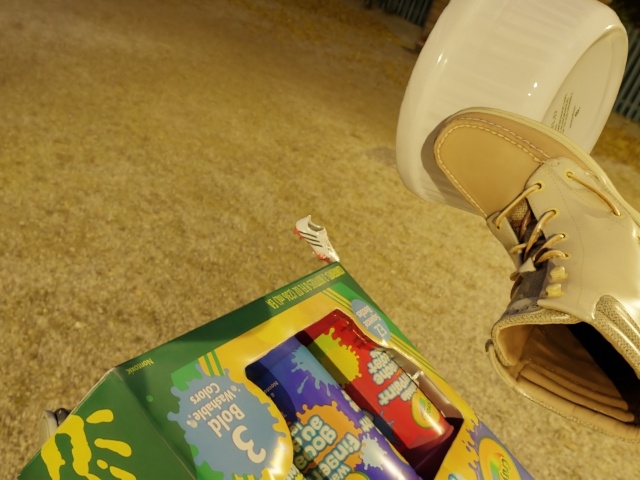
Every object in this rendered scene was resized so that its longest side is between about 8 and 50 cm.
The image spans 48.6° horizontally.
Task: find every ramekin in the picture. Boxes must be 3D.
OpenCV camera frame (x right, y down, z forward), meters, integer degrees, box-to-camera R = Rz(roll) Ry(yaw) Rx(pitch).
[{"bbox_3d":[0.209,-0.141,0.742,0.127,0.272,0.273,31,24,29],"label":"ramekin"}]

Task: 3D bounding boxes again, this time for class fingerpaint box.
[{"bbox_3d":[0.009,0.238,0.710,0.371,0.163,0.445,48,24,10],"label":"fingerpaint box"}]

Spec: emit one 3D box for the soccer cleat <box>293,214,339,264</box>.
[{"bbox_3d":[0.000,0.000,0.972,0.083,0.036,0.029,44,32,-11],"label":"soccer cleat"}]

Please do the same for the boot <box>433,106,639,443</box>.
[{"bbox_3d":[0.163,0.010,0.535,0.262,0.095,0.203,44,40,10],"label":"boot"}]

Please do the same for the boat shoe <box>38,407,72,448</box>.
[{"bbox_3d":[-0.234,0.265,0.719,0.079,0.233,0.084,-17,23,-26],"label":"boat shoe"}]
